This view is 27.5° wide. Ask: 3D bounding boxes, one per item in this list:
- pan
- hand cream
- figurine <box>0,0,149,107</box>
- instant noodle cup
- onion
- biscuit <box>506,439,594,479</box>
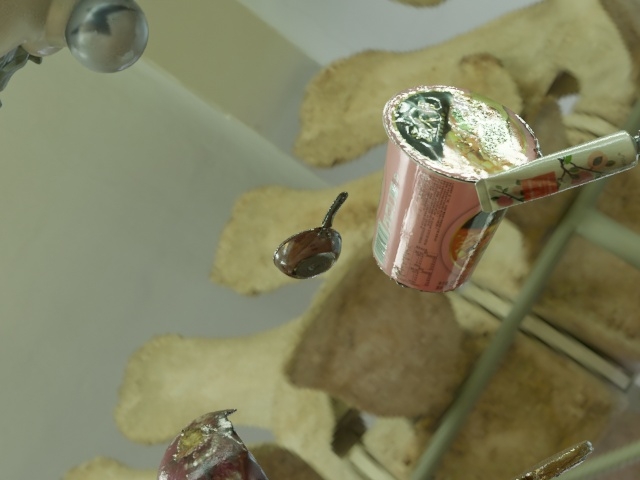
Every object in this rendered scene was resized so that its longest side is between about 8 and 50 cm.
[{"bbox_3d":[0.000,0.000,1.220,0.068,0.023,0.115,0,-40,-32],"label":"pan"},{"bbox_3d":[0.320,-0.093,1.726,0.234,0.050,0.080,-19,-35,5],"label":"hand cream"},{"bbox_3d":[-0.179,-0.223,0.795,0.382,0.261,0.186,-41,-34,0],"label":"figurine"},{"bbox_3d":[0.182,-0.066,1.959,0.244,0.244,0.255,-21,-39,-34],"label":"instant noodle cup"},{"bbox_3d":[-0.127,0.324,1.649,0.135,0.173,0.198,-25,-71,-5],"label":"onion"},{"bbox_3d":[0.283,0.314,1.734,0.175,0.026,0.124,-29,-11,3],"label":"biscuit"}]
